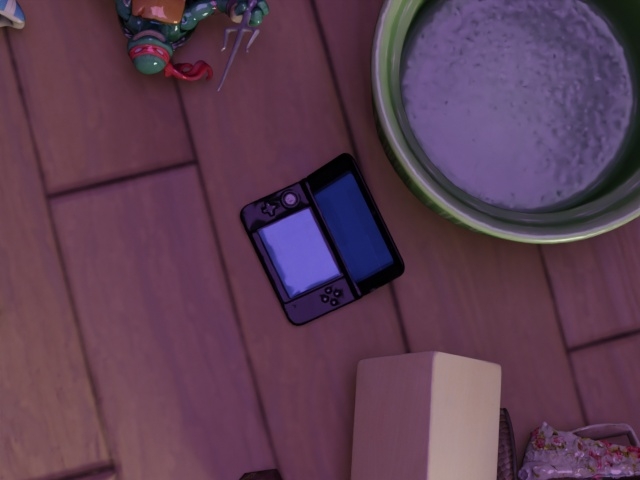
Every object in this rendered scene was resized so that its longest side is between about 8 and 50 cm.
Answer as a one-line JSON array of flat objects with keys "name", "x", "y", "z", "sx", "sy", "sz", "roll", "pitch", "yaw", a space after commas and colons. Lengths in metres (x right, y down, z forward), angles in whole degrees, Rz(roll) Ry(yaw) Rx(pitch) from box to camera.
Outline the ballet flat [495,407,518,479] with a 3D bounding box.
[{"name": "ballet flat", "x": 0.143, "y": 0.273, "z": 1.679, "sx": 0.058, "sy": 0.084, "sz": 0.249, "roll": 2, "pitch": 85, "yaw": 3}]

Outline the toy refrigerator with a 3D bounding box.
[{"name": "toy refrigerator", "x": 0.091, "y": 0.238, "z": 1.644, "sx": 0.094, "sy": 0.102, "sz": 0.269, "roll": 13, "pitch": 74, "yaw": -38}]

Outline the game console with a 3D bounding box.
[{"name": "game console", "x": 0.000, "y": 0.000, "z": 1.705, "sx": 0.107, "sy": 0.071, "sz": 0.122, "roll": -24, "pitch": 84, "yaw": -11}]

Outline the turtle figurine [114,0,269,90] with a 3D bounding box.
[{"name": "turtle figurine", "x": -0.142, "y": -0.236, "z": 1.704, "sx": 0.175, "sy": 0.118, "sz": 0.234, "roll": 13, "pitch": 63, "yaw": -20}]

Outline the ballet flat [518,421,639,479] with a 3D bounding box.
[{"name": "ballet flat", "x": 0.295, "y": 0.201, "z": 1.707, "sx": 0.241, "sy": 0.091, "sz": 0.077, "roll": 6, "pitch": 55, "yaw": -10}]

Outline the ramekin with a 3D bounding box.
[{"name": "ramekin", "x": 0.187, "y": -0.141, "z": 1.704, "sx": 0.303, "sy": 0.148, "sz": 0.303, "roll": 1, "pitch": 84, "yaw": -5}]

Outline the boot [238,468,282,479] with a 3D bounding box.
[{"name": "boot", "x": -0.017, "y": 0.242, "z": 1.683, "sx": 0.106, "sy": 0.037, "sz": 0.114, "roll": -30, "pitch": 81, "yaw": -13}]

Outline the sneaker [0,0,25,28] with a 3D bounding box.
[{"name": "sneaker", "x": -0.355, "y": -0.139, "z": 1.676, "sx": 0.086, "sy": 0.085, "sz": 0.237, "roll": 38, "pitch": 79, "yaw": 5}]
